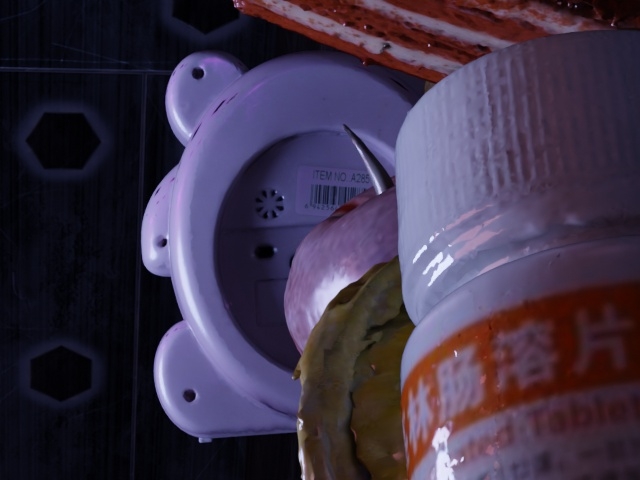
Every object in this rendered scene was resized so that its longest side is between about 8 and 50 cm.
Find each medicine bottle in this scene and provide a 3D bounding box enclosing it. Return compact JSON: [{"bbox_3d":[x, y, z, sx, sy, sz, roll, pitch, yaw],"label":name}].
[{"bbox_3d":[0.143,0.105,0.919,0.211,0.211,0.371,103,165,-59],"label":"medicine bottle"}]

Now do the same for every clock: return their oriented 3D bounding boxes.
[{"bbox_3d":[0.000,0.000,1.643,0.113,0.295,0.322,153,113,-84],"label":"clock"}]

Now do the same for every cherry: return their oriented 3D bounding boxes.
[{"bbox_3d":[0.084,0.043,1.377,0.285,0.213,0.236,66,-170,5],"label":"cherry"}]

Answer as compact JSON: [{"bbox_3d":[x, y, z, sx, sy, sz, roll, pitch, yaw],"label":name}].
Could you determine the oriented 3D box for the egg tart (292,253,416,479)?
[{"bbox_3d":[0.117,0.120,1.099,0.107,0.291,0.291,-34,50,43],"label":"egg tart"}]

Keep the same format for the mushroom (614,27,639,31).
[{"bbox_3d":[0.172,-0.034,1.150,0.212,0.088,0.097,109,-179,-62],"label":"mushroom"}]

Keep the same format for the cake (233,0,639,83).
[{"bbox_3d":[0.095,-0.190,1.211,0.158,0.262,0.159,127,160,-71],"label":"cake"}]

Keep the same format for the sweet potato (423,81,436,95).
[{"bbox_3d":[0.120,-0.074,1.545,0.114,0.092,0.341,-158,67,-64],"label":"sweet potato"}]
